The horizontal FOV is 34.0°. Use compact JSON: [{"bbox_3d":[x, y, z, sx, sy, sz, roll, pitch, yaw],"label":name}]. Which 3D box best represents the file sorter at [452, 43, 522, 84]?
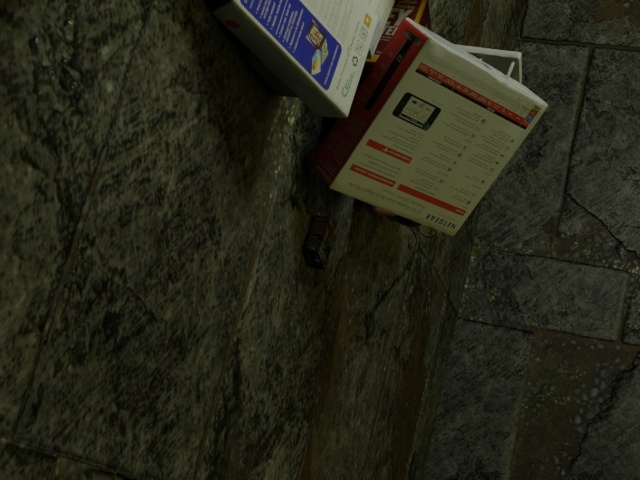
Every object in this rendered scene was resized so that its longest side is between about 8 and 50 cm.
[{"bbox_3d":[0.245,-0.262,2.084,0.193,0.277,0.173,76,31,-50],"label":"file sorter"}]

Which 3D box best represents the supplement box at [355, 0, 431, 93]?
[{"bbox_3d":[0.117,-0.326,1.903,0.194,0.129,0.191,73,32,-53],"label":"supplement box"}]

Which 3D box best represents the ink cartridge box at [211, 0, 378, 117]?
[{"bbox_3d":[-0.045,-0.332,1.440,0.371,0.069,0.176,40,63,-54],"label":"ink cartridge box"}]

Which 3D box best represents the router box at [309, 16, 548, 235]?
[{"bbox_3d":[0.193,-0.186,1.828,0.335,0.082,0.301,20,112,-41],"label":"router box"}]

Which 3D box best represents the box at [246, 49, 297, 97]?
[{"bbox_3d":[-0.049,-0.325,1.556,0.145,0.038,0.186,39,61,-68],"label":"box"}]

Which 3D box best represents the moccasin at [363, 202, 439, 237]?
[{"bbox_3d":[0.190,-0.086,2.219,0.380,0.139,0.147,1,98,-71],"label":"moccasin"}]

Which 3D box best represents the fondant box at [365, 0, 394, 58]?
[{"bbox_3d":[0.051,-0.495,1.684,0.330,0.096,0.238,75,30,-52],"label":"fondant box"}]

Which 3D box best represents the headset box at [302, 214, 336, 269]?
[{"bbox_3d":[0.000,0.000,1.863,0.062,0.032,0.083,71,32,-56],"label":"headset box"}]
